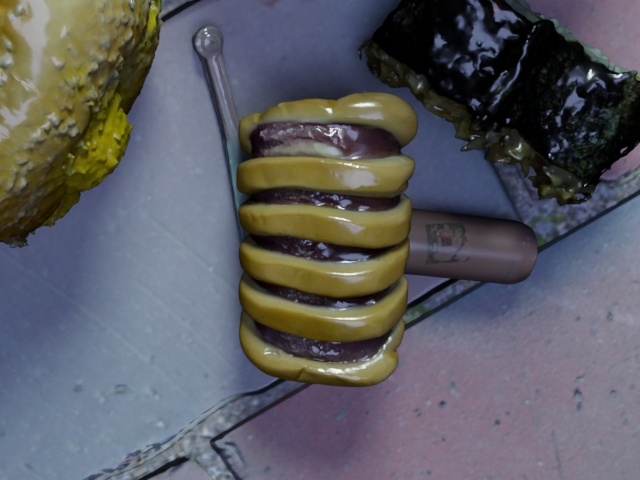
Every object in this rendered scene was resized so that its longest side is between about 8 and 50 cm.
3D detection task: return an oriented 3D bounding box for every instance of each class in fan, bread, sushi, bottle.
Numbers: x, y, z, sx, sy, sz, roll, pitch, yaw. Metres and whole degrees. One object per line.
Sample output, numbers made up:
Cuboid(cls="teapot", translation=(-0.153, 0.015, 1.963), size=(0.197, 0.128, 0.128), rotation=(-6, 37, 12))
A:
Cuboid(cls="fan", translation=(-0.058, -0.028, 0.845), size=(0.057, 0.023, 0.282), rotation=(-16, 113, -1))
Cuboid(cls="bread", translation=(0.000, 0.000, 0.797), size=(0.134, 0.081, 0.225), rotation=(6, 113, 16))
Cuboid(cls="sushi", translation=(0.144, -0.109, 0.787), size=(0.213, 0.147, 0.115), rotation=(29, 102, -23))
Cuboid(cls="bread", translation=(-0.195, -0.115, 0.694), size=(0.176, 0.195, 0.246), rotation=(25, 104, -14))
Cuboid(cls="bottle", translation=(0.099, 0.004, 0.870), size=(0.140, 0.053, 0.053), rotation=(6, 109, -12))
